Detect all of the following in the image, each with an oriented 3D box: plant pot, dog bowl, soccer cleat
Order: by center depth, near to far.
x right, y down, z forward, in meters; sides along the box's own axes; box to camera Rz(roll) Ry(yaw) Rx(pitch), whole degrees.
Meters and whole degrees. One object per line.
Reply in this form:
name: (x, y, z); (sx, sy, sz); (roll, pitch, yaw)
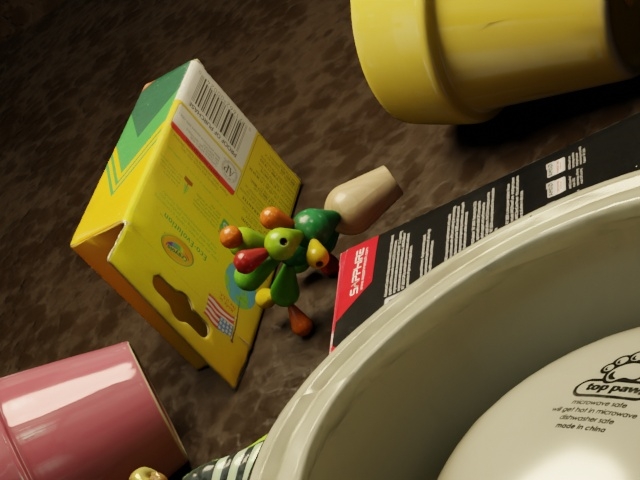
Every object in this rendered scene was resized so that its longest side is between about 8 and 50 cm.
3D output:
dog bowl: (0.164, 0.120, 0.745); (0.408, 0.150, 0.408); (-29, 18, 10)
soccer cleat: (-0.065, 0.213, 1.132); (0.179, 0.060, 0.072); (-34, 30, 6)
plant pot: (-0.231, 0.192, 1.244); (0.180, 0.201, 0.201); (-27, 27, -8)
plant pot: (0.193, -0.238, 1.290); (0.239, 0.254, 0.254); (4, 49, 31)

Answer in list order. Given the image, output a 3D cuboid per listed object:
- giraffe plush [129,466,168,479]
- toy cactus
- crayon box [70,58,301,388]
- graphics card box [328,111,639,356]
giraffe plush: (-0.083, 0.258, 0.971); (0.181, 0.170, 0.210); (-8, 42, 45)
toy cactus: (0.000, 0.000, 1.261); (0.180, 0.219, 0.112); (-35, 73, 1)
crayon box: (-0.137, -0.014, 1.387); (0.081, 0.202, 0.318); (-23, 32, 30)
graphics card box: (0.180, 0.036, 1.050); (0.371, 0.094, 0.233); (-27, 31, 25)
